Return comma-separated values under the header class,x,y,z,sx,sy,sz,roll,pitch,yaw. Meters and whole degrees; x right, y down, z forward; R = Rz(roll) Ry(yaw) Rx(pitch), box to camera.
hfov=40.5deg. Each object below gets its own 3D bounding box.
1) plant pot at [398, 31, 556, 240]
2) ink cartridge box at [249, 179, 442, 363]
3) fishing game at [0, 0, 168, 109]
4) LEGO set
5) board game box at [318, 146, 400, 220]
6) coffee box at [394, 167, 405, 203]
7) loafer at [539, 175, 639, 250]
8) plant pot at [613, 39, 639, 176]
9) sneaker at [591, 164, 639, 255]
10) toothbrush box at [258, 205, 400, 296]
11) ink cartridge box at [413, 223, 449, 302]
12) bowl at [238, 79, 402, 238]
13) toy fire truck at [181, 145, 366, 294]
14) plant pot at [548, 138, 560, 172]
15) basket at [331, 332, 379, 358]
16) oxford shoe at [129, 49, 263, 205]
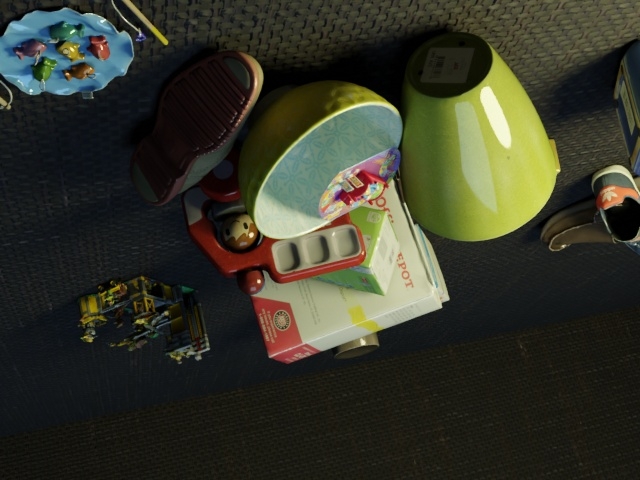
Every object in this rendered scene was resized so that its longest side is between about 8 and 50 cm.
class,x,y,z,sx,sy,sz,roll,pitch,yaw
plant pot,0.236,-0.190,1.431,0.274,0.275,0.293,-18,145,9
ink cartridge box,0.042,0.074,1.909,0.384,0.279,0.160,-21,161,9
fishing game,-0.341,-0.238,1.155,0.264,0.041,0.189,-17,158,8
LEGO set,-0.427,0.224,2.136,0.254,0.192,0.331,-19,160,11
board game box,0.074,-0.081,1.429,0.168,0.033,0.133,-27,153,-25
coffee box,0.258,-0.170,1.690,0.246,0.098,0.141,-17,160,5
loafer,0.754,-0.048,2.344,0.133,0.130,0.366,4,153,-41
plant pot,0.665,-0.250,1.586,0.212,0.236,0.236,-11,162,10
sneaker,0.791,-0.026,2.177,0.131,0.148,0.350,-31,122,34
toothbrush box,0.000,0.000,1.740,0.283,0.122,0.206,12,164,17
ink cartridge box,0.218,0.086,2.263,0.171,0.168,0.232,-20,161,12
bowl,-0.028,-0.156,1.386,0.289,0.156,0.289,-32,154,-17
toy fire truck,-0.090,-0.040,1.559,0.302,0.254,0.169,-14,161,-2
plant pot,0.451,-0.172,1.865,0.083,0.082,0.081,9,153,-24
basket,0.071,0.198,2.378,0.154,0.227,0.204,-12,160,-7
oxford shoe,-0.179,-0.187,1.355,0.130,0.123,0.348,-33,177,-45
